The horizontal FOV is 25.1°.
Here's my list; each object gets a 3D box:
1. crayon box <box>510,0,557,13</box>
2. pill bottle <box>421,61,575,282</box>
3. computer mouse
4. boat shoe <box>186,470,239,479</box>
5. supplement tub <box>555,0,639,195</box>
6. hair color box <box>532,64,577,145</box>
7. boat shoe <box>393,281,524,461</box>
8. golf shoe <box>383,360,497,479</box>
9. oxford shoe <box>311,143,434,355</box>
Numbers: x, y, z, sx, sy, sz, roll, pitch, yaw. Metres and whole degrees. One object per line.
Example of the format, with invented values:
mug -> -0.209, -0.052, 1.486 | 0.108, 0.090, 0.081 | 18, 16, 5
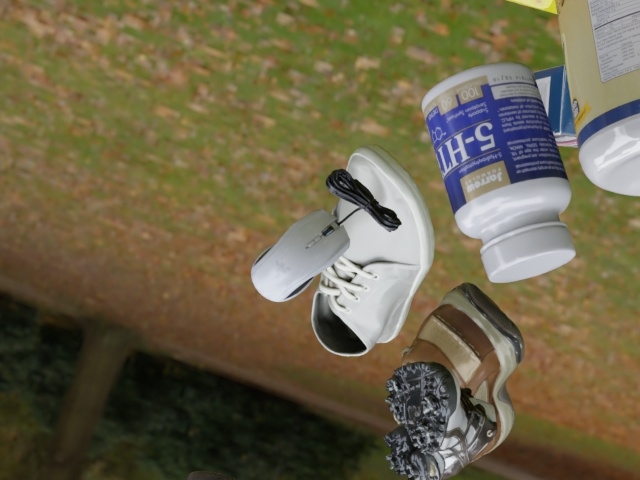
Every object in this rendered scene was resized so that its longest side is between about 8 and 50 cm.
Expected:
crayon box -> 0.335, -0.394, 1.914 | 0.319, 0.081, 0.202 | 13, 149, -14
pill bottle -> 0.171, -0.062, 1.346 | 0.112, 0.186, 0.112 | -15, 164, -4
computer mouse -> 0.000, 0.000, 1.729 | 0.106, 0.193, 0.042 | 47, 160, 3
boat shoe -> -0.004, 0.302, 1.407 | 0.132, 0.130, 0.355 | -8, 157, 39
supplement tub -> 0.377, -0.227, 1.568 | 0.228, 0.316, 0.228 | -5, 163, -2
hair color box -> 0.478, -0.183, 2.124 | 0.347, 0.105, 0.174 | 4, 180, -15
boat shoe -> 0.129, 0.163, 1.525 | 0.122, 0.120, 0.324 | 42, 159, 25
golf shoe -> 0.109, 0.148, 1.250 | 0.077, 0.094, 0.198 | 57, 162, 25
oxford shoe -> 0.064, 0.034, 2.108 | 0.169, 0.130, 0.449 | 47, 153, 24
